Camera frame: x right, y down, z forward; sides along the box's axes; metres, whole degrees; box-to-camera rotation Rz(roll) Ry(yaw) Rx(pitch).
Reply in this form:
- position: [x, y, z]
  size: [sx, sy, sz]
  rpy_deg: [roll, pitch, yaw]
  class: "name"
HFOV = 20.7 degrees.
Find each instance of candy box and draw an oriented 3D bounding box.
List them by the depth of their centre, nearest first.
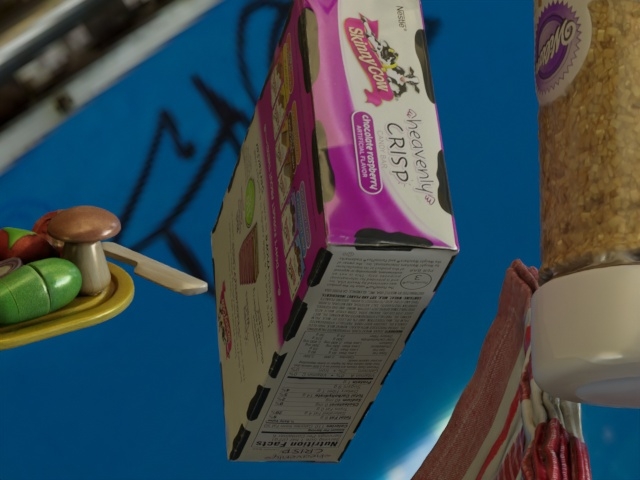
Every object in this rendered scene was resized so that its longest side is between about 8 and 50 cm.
- position: [0.000, 0.000, 0.940]
  size: [0.071, 0.233, 0.159]
  rpy_deg: [4, -123, -15]
  class: "candy box"

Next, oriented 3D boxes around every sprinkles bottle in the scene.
- position: [0.169, -0.095, 0.913]
  size: [0.121, 0.121, 0.355]
  rpy_deg: [-11, -111, 37]
  class: "sprinkles bottle"

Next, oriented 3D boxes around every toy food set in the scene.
- position: [-0.201, 0.011, 1.235]
  size: [0.218, 0.071, 0.128]
  rpy_deg: [-16, -152, -36]
  class: "toy food set"

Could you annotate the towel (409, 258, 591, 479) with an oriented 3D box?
- position: [0.084, 0.176, 0.982]
  size: [0.329, 0.037, 0.237]
  rpy_deg: [-80, -169, -66]
  class: "towel"
